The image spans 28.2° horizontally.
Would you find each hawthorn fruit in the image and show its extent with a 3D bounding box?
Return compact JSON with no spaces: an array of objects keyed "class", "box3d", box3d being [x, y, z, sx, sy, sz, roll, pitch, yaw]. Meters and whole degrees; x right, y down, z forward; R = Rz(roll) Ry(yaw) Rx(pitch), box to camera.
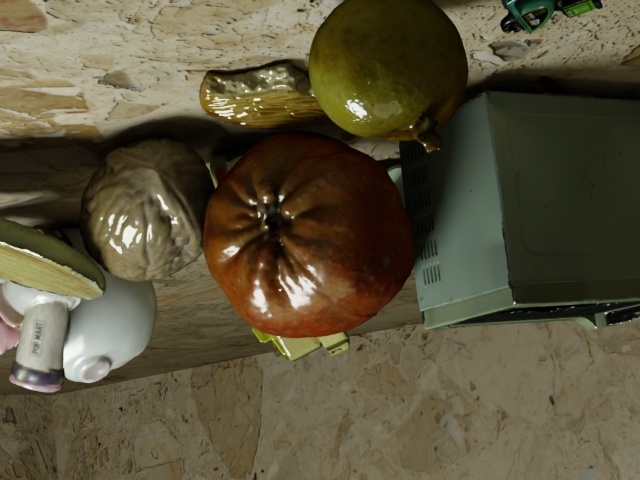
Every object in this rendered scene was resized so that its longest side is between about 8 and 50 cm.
[{"class":"hawthorn fruit","box3d":[-0.007,-0.004,1.520,0.262,0.258,0.258,12,159,-39]}]

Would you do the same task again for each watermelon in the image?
[{"class":"watermelon","box3d":[-0.098,-0.074,1.618,0.125,0.094,0.135,2,170,19]}]

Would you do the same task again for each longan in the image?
[{"class":"longan","box3d":[0.068,-0.150,1.180,0.155,0.176,0.145,-18,159,-28]}]

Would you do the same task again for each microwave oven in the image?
[{"class":"microwave oven","box3d":[0.300,-0.031,1.600,0.355,0.286,0.218,-2,168,-30]}]

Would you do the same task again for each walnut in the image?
[{"class":"walnut","box3d":[-0.209,-0.040,1.547,0.178,0.178,0.230,-4,161,-14]}]

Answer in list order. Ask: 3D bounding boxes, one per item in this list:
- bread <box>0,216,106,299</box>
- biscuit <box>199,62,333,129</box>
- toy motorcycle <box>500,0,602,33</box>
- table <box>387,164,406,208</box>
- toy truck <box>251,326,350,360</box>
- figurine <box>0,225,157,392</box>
[{"class":"bread","box3d":[-0.380,0.013,1.547,0.267,0.040,0.267,16,166,4]},{"class":"biscuit","box3d":[-0.022,-0.157,1.420,0.228,0.031,0.176,-5,169,-8]},{"class":"toy motorcycle","box3d":[0.191,-0.234,1.135,0.100,0.058,0.173,-19,166,18]},{"class":"table","box3d":[0.188,-0.051,1.782,0.198,0.166,0.166,-14,169,-3]},{"class":"toy truck","box3d":[-0.036,0.062,1.909,0.181,0.254,0.405,-23,170,-4]},{"class":"figurine","box3d":[-0.365,0.095,1.856,0.211,0.253,0.361,-23,170,8]}]
